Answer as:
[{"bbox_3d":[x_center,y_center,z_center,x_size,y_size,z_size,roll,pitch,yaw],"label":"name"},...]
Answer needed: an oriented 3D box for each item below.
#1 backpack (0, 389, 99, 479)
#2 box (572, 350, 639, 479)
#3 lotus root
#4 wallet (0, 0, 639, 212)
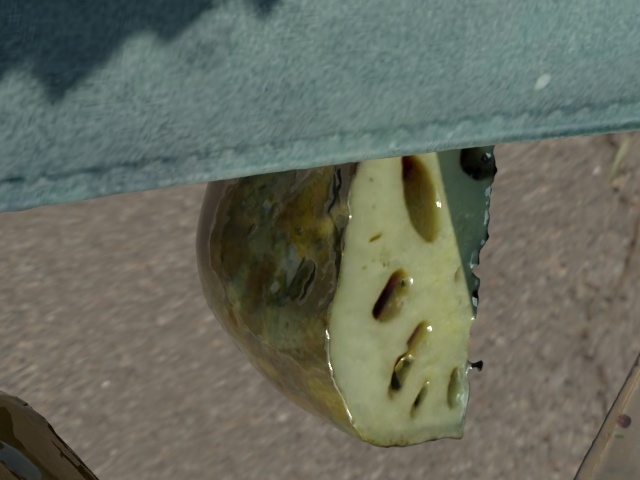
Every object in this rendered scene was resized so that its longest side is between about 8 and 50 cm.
[{"bbox_3d":[-0.226,0.206,0.890,0.378,0.201,0.354,21,100,5],"label":"backpack"},{"bbox_3d":[0.280,0.158,1.203,0.225,0.190,0.297,26,80,18],"label":"box"},{"bbox_3d":[-0.006,-0.015,1.441,0.149,0.260,0.267,-5,110,-33],"label":"lotus root"},{"bbox_3d":[0.009,-0.150,0.387,0.251,0.054,0.290,-8,112,-27],"label":"wallet"}]
